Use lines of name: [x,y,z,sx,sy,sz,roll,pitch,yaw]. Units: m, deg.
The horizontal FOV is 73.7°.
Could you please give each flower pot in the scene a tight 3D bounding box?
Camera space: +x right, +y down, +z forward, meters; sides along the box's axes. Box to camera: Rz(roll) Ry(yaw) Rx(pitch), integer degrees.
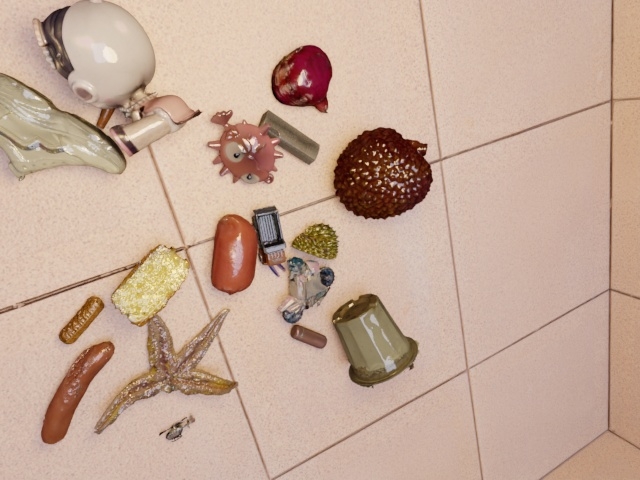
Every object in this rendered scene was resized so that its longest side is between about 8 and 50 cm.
flower pot: [0.178,0.348,1.560,0.290,0.290,0.259,-33,102,-14]

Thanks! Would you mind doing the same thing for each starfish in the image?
starfish: [-0.454,0.396,1.330,0.398,0.132,0.383,8,91,-12]

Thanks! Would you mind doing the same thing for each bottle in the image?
bottle: [-0.042,0.350,1.550,0.140,0.053,0.053,29,90,-29]

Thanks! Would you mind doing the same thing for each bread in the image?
bread: [-0.491,0.118,1.230,0.143,0.139,0.229,48,70,-24]
bread: [-0.682,0.228,1.222,0.052,0.044,0.157,41,84,-25]

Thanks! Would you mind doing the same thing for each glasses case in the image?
glasses case: [-0.097,-0.322,1.342,0.205,0.047,0.070,29,60,-29]

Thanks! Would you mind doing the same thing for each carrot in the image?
carrot: [-0.569,-0.343,1.138,0.032,0.032,0.093,24,95,-28]

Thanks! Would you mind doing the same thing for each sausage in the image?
sausage: [-0.264,0.049,1.320,0.148,0.148,0.254,8,100,-27]
sausage: [-0.712,0.432,1.242,0.087,0.079,0.326,31,87,-28]

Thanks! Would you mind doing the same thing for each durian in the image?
durian: [0.001,-0.004,1.443,0.187,0.119,0.108,11,102,-26]

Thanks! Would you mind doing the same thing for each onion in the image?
onion: [-0.032,-0.473,1.307,0.195,0.140,0.218,-50,121,-14]

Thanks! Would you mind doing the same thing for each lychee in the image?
lychee: [0.207,-0.212,1.391,0.330,0.306,0.306,-41,119,16]

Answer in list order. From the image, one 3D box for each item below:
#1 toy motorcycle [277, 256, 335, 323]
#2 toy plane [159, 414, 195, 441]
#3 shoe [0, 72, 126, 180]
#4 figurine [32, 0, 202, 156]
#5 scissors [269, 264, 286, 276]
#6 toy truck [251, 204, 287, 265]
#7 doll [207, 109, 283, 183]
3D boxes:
toy motorcycle: [-0.073,0.145,1.458,0.204,0.108,0.239,54,53,-30]
toy plane: [-0.475,0.633,1.433,0.121,0.031,0.049,-26,104,-14]
shoe: [-0.677,-0.232,1.066,0.342,0.132,0.210,33,92,-24]
figurine: [-0.481,-0.411,1.052,0.211,0.253,0.361,-32,112,15]
scissors: [-0.162,0.075,1.446,0.039,0.012,0.113,-42,116,-10]
toy truck: [-0.164,-0.013,1.372,0.083,0.092,0.192,-14,103,-22]
doll: [-0.224,-0.271,1.275,0.211,0.093,0.262,-27,122,5]
